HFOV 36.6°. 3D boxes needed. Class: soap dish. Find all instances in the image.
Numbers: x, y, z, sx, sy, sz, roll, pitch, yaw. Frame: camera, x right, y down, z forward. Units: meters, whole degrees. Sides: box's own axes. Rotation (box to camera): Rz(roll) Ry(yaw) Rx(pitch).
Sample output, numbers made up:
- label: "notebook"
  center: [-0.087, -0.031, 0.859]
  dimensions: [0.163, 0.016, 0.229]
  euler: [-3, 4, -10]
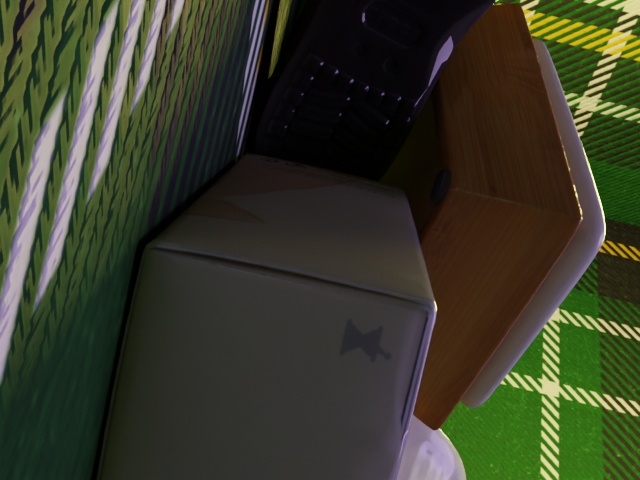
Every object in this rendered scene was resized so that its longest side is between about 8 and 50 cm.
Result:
- label: "soap dish"
  center: [0.106, -0.034, 0.780]
  dimensions: [0.291, 0.118, 0.229]
  euler: [-88, -161, -49]

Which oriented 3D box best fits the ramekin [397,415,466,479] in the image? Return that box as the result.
- label: "ramekin"
  center: [0.000, 0.272, 0.987]
  dimensions: [0.277, 0.277, 0.135]
  euler: [103, 7, -46]

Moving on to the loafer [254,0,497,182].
- label: "loafer"
  center: [0.058, -0.203, 0.699]
  dimensions: [0.366, 0.134, 0.130]
  euler: [-54, -157, 12]

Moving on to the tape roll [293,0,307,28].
- label: "tape roll"
  center: [0.007, -0.154, 1.002]
  dimensions: [0.321, 0.077, 0.321]
  euler: [14, 90, -90]

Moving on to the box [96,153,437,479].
- label: "box"
  center: [-0.018, 0.047, 0.535]
  dimensions: [0.311, 0.121, 0.148]
  euler: [-76, 179, -80]
